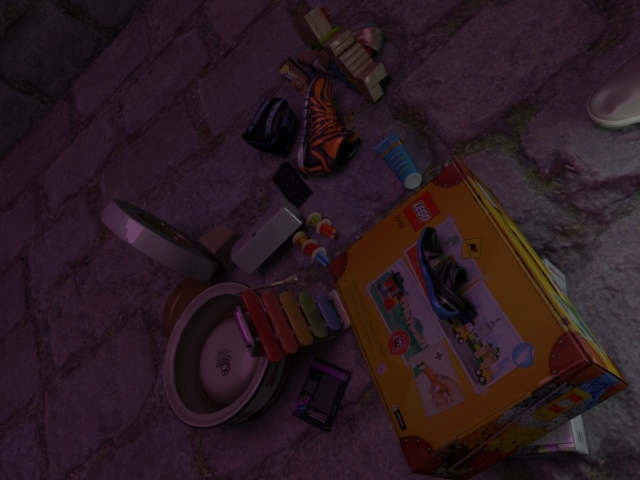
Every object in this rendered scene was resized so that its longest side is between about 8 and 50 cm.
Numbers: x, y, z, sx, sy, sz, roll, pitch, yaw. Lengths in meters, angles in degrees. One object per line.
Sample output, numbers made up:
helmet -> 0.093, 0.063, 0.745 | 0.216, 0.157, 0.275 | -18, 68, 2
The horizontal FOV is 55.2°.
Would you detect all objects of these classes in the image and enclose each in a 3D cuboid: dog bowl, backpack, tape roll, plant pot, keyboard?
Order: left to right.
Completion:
tape roll -> -0.497, -0.002, 1.920 | 0.392, 0.392, 0.072 | 34, 90, 43
plant pot -> -0.424, 0.228, 1.992 | 0.236, 0.032, 0.237 | -17, 60, 31
plant pot -> -0.308, 0.011, 1.966 | 0.096, 0.109, 0.109 | -49, 47, -9
dog bowl -> -0.252, 0.330, 1.730 | 0.407, 0.150, 0.408 | -17, 59, 30
backpack -> -0.154, -0.379, 2.022 | 0.158, 0.117, 0.173 | 17, 80, 42
keyboard -> -0.086, -0.188, 1.940 | 0.108, 0.023, 0.180 | -46, 49, 10

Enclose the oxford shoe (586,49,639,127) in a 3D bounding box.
oxford shoe -> 0.778, -0.407, 1.308 | 0.449, 0.130, 0.169 | -32, 54, 23

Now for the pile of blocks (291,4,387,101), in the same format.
pile of blocks -> 0.075, -0.582, 1.888 | 0.112, 0.149, 0.362 | -43, 89, -13

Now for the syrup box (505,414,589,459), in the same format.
syrup box -> 0.398, 0.389, 1.232 | 0.236, 0.093, 0.096 | -18, 59, 30

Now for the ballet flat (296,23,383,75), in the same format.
ballet flat -> 0.056, -0.599, 1.982 | 0.315, 0.107, 0.106 | -13, 75, 34

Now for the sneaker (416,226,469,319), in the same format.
sneaker -> 0.226, 0.056, 1.125 | 0.078, 0.067, 0.188 | -19, 54, 11

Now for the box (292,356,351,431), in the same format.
box -> 0.002, 0.397, 1.581 | 0.116, 0.029, 0.162 | 14, 76, 42

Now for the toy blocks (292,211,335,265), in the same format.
toy blocks -> 0.000, 0.000, 1.759 | 0.123, 0.054, 0.148 | -54, 48, 4

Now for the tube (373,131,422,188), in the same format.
tube -> 0.218, -0.225, 1.710 | 0.080, 0.052, 0.207 | -33, 45, 9

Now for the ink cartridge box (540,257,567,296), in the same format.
ink cartridge box -> 0.445, 0.146, 1.290 | 0.127, 0.128, 0.176 | -17, 60, 34

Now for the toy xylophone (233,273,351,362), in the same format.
toy xylophone -> -0.090, 0.189, 1.582 | 0.236, 0.322, 0.081 | 57, 138, 21

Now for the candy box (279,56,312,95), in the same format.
candy box -> -0.081, -0.539, 1.996 | 0.053, 0.109, 0.187 | -44, 16, 12

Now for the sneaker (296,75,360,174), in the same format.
sneaker -> 0.041, -0.354, 1.873 | 0.180, 0.124, 0.321 | 0, 79, 34

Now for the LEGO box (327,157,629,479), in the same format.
LEGO box -> 0.273, 0.149, 1.211 | 0.372, 0.193, 0.500 | -40, 47, 21

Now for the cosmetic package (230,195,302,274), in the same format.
cosmetic package -> -0.165, -0.016, 1.849 | 0.231, 0.085, 0.117 | -46, 19, 11
